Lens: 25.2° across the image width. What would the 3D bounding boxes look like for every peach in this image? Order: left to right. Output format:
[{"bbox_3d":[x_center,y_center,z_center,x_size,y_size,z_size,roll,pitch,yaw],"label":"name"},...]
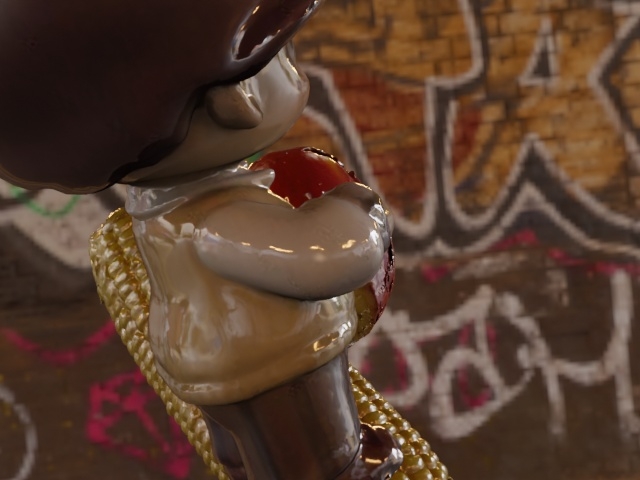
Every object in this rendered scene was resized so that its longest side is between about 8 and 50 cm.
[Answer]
[{"bbox_3d":[0.004,-0.003,1.185,0.092,0.172,0.127,-40,-9,29],"label":"peach"}]

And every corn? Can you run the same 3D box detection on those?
[{"bbox_3d":[-0.043,0.104,1.033,0.131,0.344,0.131,-33,-26,-19],"label":"corn"}]

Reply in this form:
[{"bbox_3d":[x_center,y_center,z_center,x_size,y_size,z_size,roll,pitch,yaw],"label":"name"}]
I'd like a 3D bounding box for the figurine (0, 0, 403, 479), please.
[{"bbox_3d":[-0.049,-0.058,0.641,0.206,0.365,0.218,-36,22,0],"label":"figurine"}]
